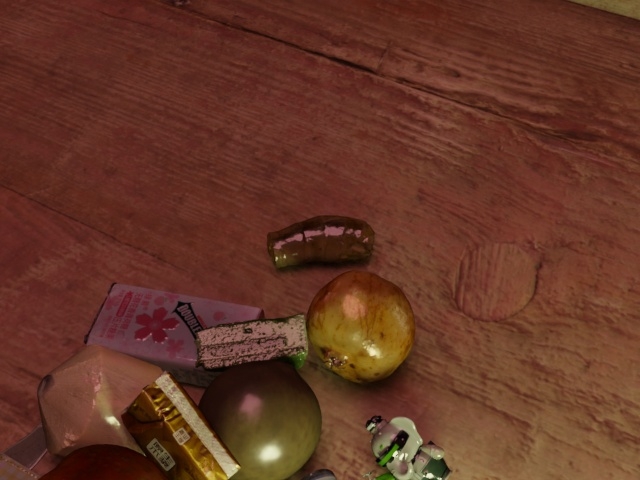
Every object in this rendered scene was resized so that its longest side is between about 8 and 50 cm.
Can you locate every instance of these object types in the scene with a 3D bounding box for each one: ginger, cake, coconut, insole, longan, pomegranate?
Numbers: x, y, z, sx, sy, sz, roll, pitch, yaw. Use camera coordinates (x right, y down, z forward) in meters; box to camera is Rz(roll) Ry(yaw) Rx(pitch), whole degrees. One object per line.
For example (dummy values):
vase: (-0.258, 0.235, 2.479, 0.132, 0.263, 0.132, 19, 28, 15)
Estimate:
ginger: (0.000, 0.000, 2.247, 0.262, 0.117, 0.109, -9, 9, 1)
cake: (-0.138, 0.210, 1.945, 0.235, 0.099, 0.100, 1, 61, -20)
coconut: (-0.448, 0.329, 1.891, 0.244, 0.239, 0.239, 20, 43, -28)
insole: (-0.603, 0.430, 1.976, 0.080, 0.003, 0.232, 30, 58, 26)
longan: (-0.122, 0.356, 1.855, 0.257, 0.258, 0.258, -2, 50, 2)
pomegranate: (0.084, 0.186, 1.998, 0.248, 0.248, 0.248, -2, 50, 2)

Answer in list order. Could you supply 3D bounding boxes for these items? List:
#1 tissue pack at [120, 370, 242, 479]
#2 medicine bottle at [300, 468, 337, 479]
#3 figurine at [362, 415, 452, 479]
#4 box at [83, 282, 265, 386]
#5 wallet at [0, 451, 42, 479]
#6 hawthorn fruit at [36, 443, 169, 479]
tissue pack: (-0.261, 0.367, 1.731, 0.092, 0.183, 0.226, -36, 83, -37)
medicine bottle: (0.028, 0.541, 1.797, 0.083, 0.083, 0.203, -20, 52, -14)
figurine: (0.167, 0.421, 1.868, 0.192, 0.147, 0.126, 40, 41, 10)
box: (-0.322, 0.209, 2.080, 0.369, 0.112, 0.190, 9, 50, 10)
wallet: (-0.643, 0.579, 1.809, 0.223, 0.077, 0.310, 21, 53, 22)
hawthorn fruit: (-0.363, 0.575, 1.611, 0.402, 0.403, 0.403, -2, 50, 2)
